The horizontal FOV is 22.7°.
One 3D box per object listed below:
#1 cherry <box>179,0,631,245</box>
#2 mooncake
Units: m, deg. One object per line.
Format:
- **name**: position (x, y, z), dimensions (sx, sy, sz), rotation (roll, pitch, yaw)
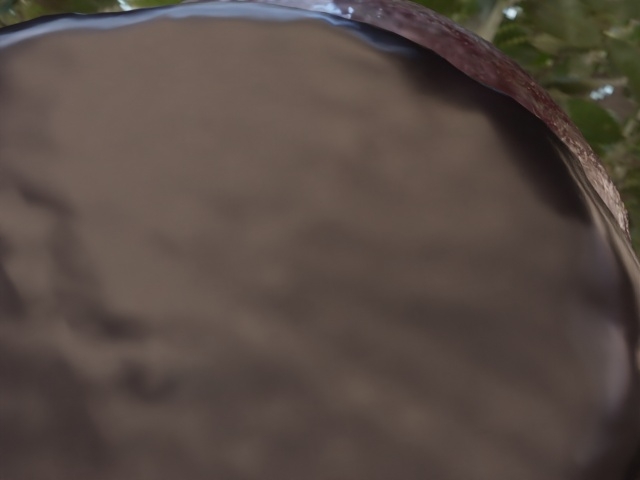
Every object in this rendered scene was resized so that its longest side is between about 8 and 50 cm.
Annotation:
- **cherry**: position (0.000, 0.000, 0.704), dimensions (0.236, 0.285, 0.213), rotation (56, -133, -51)
- **mooncake**: position (-0.040, 0.063, 0.463), dimensions (0.283, 0.283, 0.141), rotation (-17, -36, -17)
